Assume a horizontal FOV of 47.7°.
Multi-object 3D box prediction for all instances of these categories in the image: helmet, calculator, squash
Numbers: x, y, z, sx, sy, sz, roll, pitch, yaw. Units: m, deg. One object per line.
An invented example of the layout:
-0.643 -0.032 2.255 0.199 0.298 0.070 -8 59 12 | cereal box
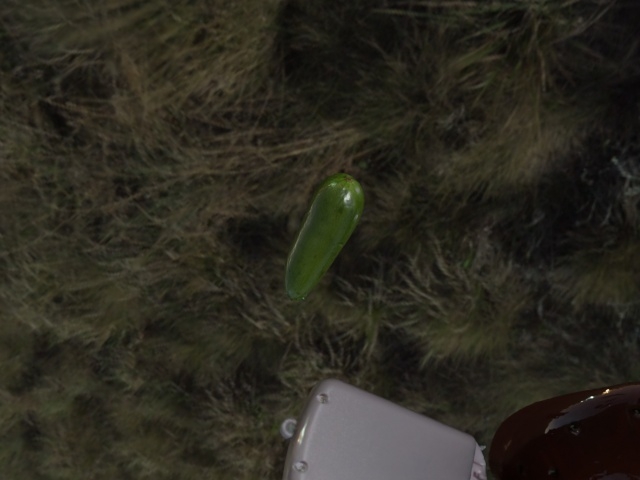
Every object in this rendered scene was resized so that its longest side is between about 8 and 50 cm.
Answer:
0.451 0.372 1.050 0.385 0.338 0.230 -18 98 57 | helmet
0.049 0.171 0.546 0.175 0.100 0.032 24 148 -7 | calculator
0.000 0.000 0.923 0.066 0.066 0.201 30 123 7 | squash
